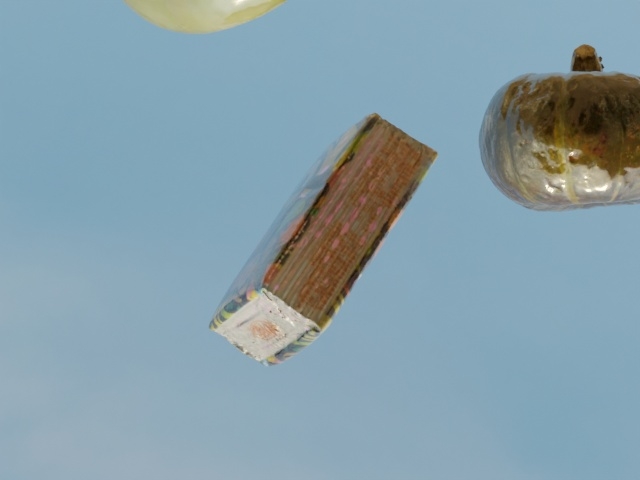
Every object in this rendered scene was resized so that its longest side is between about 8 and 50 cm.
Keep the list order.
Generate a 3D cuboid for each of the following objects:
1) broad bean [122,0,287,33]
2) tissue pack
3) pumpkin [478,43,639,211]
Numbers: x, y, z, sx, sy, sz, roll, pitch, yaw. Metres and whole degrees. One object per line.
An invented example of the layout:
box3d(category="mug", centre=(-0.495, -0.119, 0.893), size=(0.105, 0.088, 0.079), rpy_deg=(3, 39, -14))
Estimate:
box3d(category="broad bean", centre=(-0.045, -0.248, 1.103), size=(0.189, 0.121, 0.263), rpy_deg=(31, -88, 16))
box3d(category="tissue pack", centre=(0.000, 0.000, 1.200), size=(0.060, 0.108, 0.148), rpy_deg=(36, -114, -6))
box3d(category="pumpkin", centre=(0.255, -0.110, 1.861), size=(0.219, 0.219, 0.162), rpy_deg=(-2, -89, -20))
